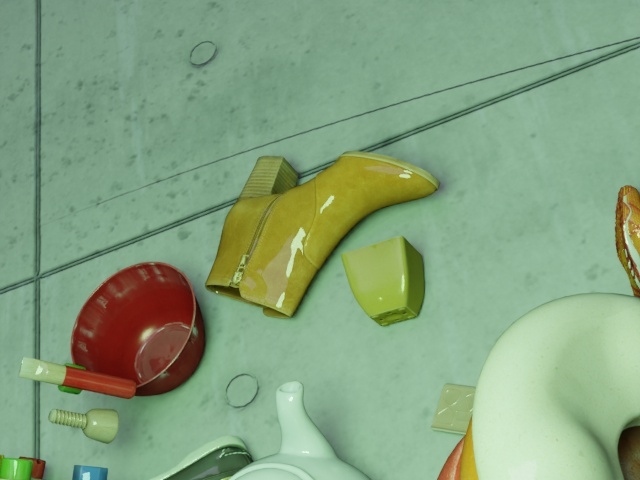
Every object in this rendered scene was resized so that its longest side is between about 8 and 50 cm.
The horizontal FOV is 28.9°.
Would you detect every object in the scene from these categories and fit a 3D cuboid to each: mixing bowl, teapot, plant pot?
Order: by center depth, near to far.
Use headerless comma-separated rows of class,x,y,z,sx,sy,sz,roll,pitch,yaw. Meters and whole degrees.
teapot,-0.043,0.330,1.308,0.252,0.187,0.256,-38,51,1
plant pot,0.081,0.055,1.494,0.081,0.081,0.083,-18,65,17
mixing bowl,-0.217,0.129,1.586,0.181,0.098,0.181,-13,55,19

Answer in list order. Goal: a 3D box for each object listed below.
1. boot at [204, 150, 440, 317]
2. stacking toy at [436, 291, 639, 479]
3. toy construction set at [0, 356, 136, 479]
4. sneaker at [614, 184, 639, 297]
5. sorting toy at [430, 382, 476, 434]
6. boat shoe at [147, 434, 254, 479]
boot,-0.001,0.000,1.567,0.295,0.104,0.211,3,67,35
stacking toy,0.192,0.303,1.105,0.480,0.350,0.350,126,146,-45
toy construction set,-0.375,0.267,1.418,0.257,0.237,0.309,37,106,57
sneaker,0.371,0.014,1.389,0.067,0.064,0.175,-9,59,-2
sorting toy,0.169,0.192,1.398,0.083,0.012,0.062,4,57,33
boat shoe,-0.175,0.317,1.452,0.228,0.081,0.069,-35,46,0
